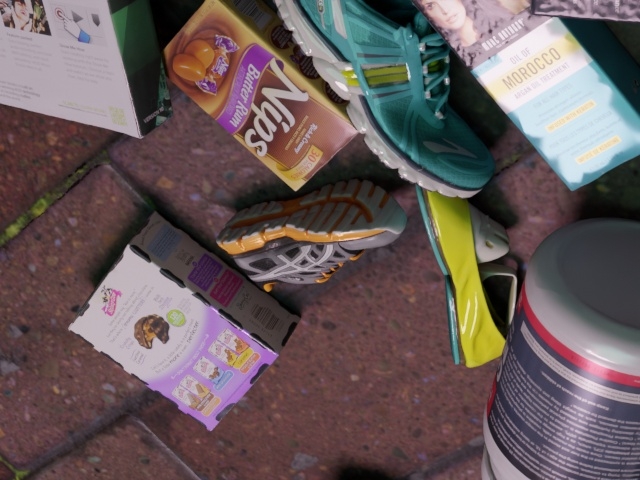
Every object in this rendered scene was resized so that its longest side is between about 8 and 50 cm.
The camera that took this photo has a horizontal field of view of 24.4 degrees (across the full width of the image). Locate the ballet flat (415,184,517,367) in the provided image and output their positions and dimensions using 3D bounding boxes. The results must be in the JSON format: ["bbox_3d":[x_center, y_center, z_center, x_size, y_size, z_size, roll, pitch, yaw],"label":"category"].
[{"bbox_3d":[0.146,0.023,1.417,0.077,0.077,0.231,-11,124,6],"label":"ballet flat"}]

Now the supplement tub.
[{"bbox_3d":[0.257,0.134,1.359,0.191,0.191,0.272,19,129,11],"label":"supplement tub"}]

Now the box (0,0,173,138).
[{"bbox_3d":[-0.266,-0.263,1.365,0.232,0.058,0.322,15,132,32],"label":"box"}]

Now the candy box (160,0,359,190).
[{"bbox_3d":[-0.053,-0.146,1.387,0.186,0.053,0.109,41,130,-9],"label":"candy box"}]

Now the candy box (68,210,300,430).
[{"bbox_3d":[-0.148,0.089,1.592,0.196,0.070,0.165,37,131,-5],"label":"candy box"}]

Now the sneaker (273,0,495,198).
[{"bbox_3d":[0.069,-0.152,1.297,0.110,0.107,0.275,-30,108,30],"label":"sneaker"}]

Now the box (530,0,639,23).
[{"bbox_3d":[0.269,-0.252,1.124,0.207,0.108,0.153,8,127,19],"label":"box"}]

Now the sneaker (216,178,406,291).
[{"bbox_3d":[0.000,0.000,1.457,0.215,0.084,0.083,-7,123,40],"label":"sneaker"}]

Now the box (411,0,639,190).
[{"bbox_3d":[0.183,-0.165,1.259,0.100,0.060,0.244,-32,107,38],"label":"box"}]
